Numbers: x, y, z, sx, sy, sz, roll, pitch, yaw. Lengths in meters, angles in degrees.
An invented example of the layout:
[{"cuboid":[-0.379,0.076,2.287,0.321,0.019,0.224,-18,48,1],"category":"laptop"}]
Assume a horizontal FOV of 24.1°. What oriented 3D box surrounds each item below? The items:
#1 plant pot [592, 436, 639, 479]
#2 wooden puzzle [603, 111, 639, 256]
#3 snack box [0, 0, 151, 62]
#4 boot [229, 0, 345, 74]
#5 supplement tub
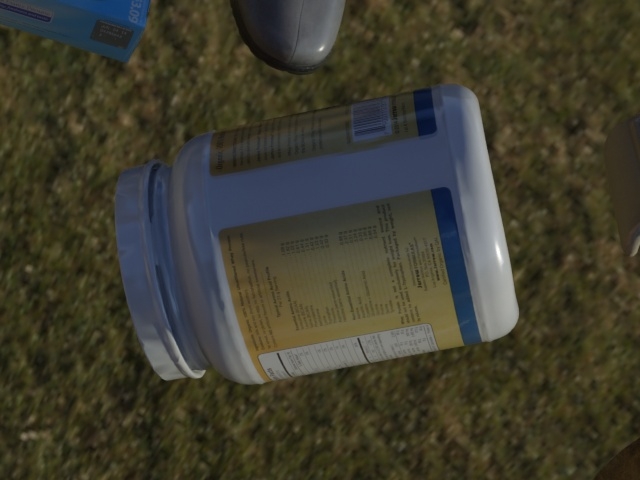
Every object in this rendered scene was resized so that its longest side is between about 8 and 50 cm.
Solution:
[{"cuboid":[0.325,0.291,1.098,0.237,0.237,0.254,18,28,-14],"category":"plant pot"},{"cuboid":[0.317,-0.086,1.089,0.044,0.239,0.221,53,18,-14],"category":"wooden puzzle"},{"cuboid":[-0.210,-0.312,1.216,0.187,0.060,0.321,15,60,-15],"category":"snack box"},{"cuboid":[0.004,-0.337,1.370,0.118,0.223,0.338,7,79,-16],"category":"boot"},{"cuboid":[0.000,0.000,0.828,0.200,0.144,0.144,-11,54,7],"category":"supplement tub"}]
